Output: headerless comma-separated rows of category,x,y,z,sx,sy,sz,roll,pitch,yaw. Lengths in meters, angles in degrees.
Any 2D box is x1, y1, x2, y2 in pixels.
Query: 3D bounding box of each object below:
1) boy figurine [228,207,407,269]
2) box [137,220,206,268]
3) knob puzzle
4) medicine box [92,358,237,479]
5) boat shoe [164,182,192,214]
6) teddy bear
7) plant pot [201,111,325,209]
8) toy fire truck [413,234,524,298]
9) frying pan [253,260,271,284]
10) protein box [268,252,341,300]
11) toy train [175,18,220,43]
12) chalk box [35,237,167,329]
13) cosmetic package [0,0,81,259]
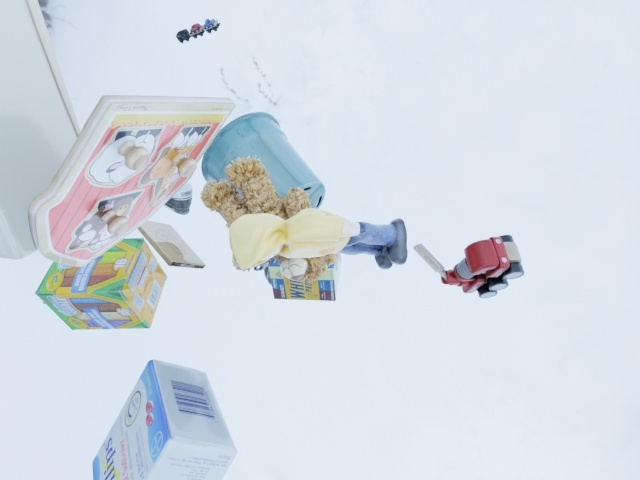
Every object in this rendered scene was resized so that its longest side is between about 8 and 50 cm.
boy figurine,0.000,0.000,0.747,0.177,0.285,0.092,153,115,-63
box,-0.465,0.011,1.434,0.201,0.164,0.021,44,101,20
knob puzzle,-0.161,-0.039,0.404,0.030,0.213,0.213,43,119,2
medicine box,-0.332,0.447,0.958,0.289,0.149,0.263,-60,33,5
boat shoe,-0.377,-0.120,1.076,0.219,0.078,0.070,29,123,35
teddy bear,-0.113,-0.027,1.027,0.245,0.113,0.337,-22,111,9
plant pot,-0.179,-0.213,1.633,0.334,0.341,0.341,46,119,22
toy fire truck,0.416,0.061,1.346,0.217,0.247,0.158,113,154,-59
frying pan,-0.187,0.100,1.725,0.053,0.326,0.197,22,121,17
protein box,-0.043,0.079,1.513,0.201,0.199,0.135,1,125,9
toy train,-0.351,-0.600,1.324,0.158,0.036,0.027,-4,57,28
chalk box,-0.589,0.116,1.216,0.289,0.180,0.179,-2,138,7
cosmetic package,-0.333,-0.147,0.420,0.160,0.113,0.309,4,118,23
